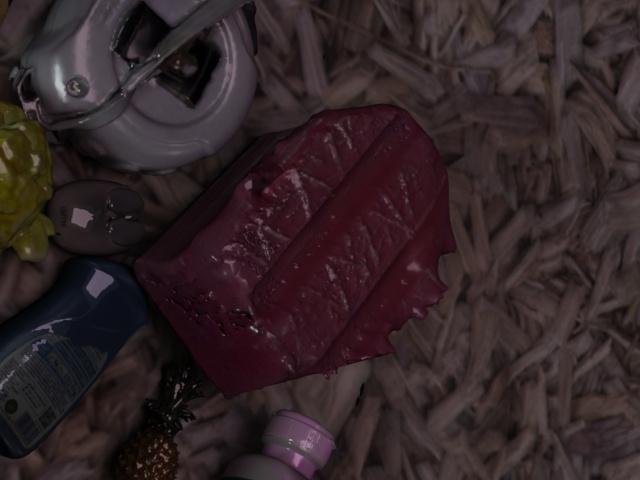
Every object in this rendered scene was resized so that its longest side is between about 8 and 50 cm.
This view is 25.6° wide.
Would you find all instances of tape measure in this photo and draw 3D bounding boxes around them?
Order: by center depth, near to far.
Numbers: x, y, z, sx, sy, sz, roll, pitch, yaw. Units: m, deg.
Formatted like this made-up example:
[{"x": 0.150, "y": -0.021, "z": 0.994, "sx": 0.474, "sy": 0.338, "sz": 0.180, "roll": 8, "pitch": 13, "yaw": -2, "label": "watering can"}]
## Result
[{"x": -0.145, "y": -0.158, "z": 1.199, "sx": 0.197, "sy": 0.120, "sz": 0.236, "roll": 36, "pitch": 71, "yaw": -32, "label": "tape measure"}]

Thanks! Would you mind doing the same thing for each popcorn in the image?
[{"x": -0.270, "y": -0.045, "z": 1.088, "sx": 0.141, "sy": 0.135, "sz": 0.162, "roll": -32, "pitch": 104, "yaw": -41, "label": "popcorn"}]

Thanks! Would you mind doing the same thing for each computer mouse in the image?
[{"x": -0.188, "y": -0.020, "z": 1.203, "sx": 0.096, "sy": 0.039, "sz": 0.066, "roll": 1, "pitch": 86, "yaw": -37, "label": "computer mouse"}]

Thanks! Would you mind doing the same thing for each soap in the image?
[{"x": 0.000, "y": 0.000, "z": 1.267, "sx": 0.325, "sy": 0.127, "sz": 0.220, "roll": -48, "pitch": 115, "yaw": -39, "label": "soap"}]

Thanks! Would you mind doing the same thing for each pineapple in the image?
[{"x": -0.140, "y": 0.162, "z": 1.229, "sx": 0.058, "sy": 0.058, "sz": 0.124, "roll": 35, "pitch": 53, "yaw": -30, "label": "pineapple"}]

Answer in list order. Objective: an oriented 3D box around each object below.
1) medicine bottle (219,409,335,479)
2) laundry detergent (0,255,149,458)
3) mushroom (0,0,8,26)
[{"x": -0.059, "y": 0.256, "z": 1.234, "sx": 0.078, "sy": 0.115, "sz": 0.219, "roll": 39, "pitch": 65, "yaw": -27, "label": "medicine bottle"}, {"x": -0.210, "y": 0.081, "z": 1.167, "sx": 0.206, "sy": 0.061, "sz": 0.097, "roll": -46, "pitch": 112, "yaw": -30, "label": "laundry detergent"}, {"x": -0.303, "y": -0.211, "z": 1.086, "sx": 0.148, "sy": 0.112, "sz": 0.148, "roll": 10, "pitch": 72, "yaw": -34, "label": "mushroom"}]
